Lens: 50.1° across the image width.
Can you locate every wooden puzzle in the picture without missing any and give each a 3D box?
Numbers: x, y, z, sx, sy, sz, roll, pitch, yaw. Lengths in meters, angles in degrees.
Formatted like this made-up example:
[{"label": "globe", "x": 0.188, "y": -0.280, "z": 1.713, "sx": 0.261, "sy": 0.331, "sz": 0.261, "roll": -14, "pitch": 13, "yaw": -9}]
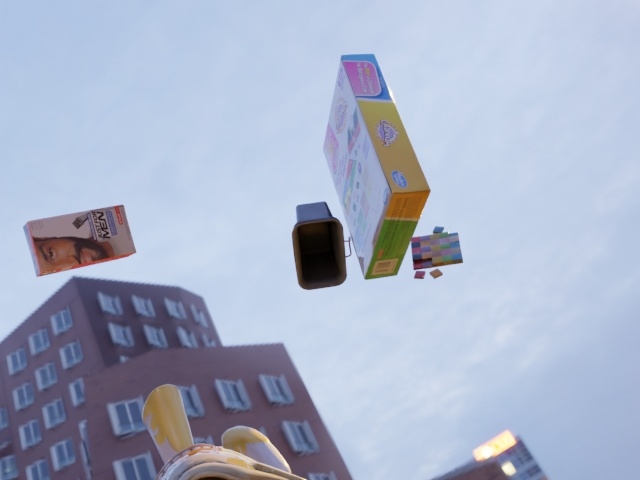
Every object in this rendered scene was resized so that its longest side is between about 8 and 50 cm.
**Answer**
[{"label": "wooden puzzle", "x": 0.116, "y": 0.010, "z": 0.687, "sx": 0.049, "sy": 0.083, "sz": 0.006, "roll": -9, "pitch": -56, "yaw": 11}]

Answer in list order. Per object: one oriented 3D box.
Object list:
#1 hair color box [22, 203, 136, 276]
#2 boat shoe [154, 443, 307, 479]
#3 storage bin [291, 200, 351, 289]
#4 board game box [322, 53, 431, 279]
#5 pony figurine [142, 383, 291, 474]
[{"label": "hair color box", "x": -0.417, "y": -0.001, "z": 1.194, "sx": 0.167, "sy": 0.093, "sz": 0.053, "roll": -15, "pitch": -3, "yaw": -33}, {"label": "boat shoe", "x": 0.023, "y": 0.233, "z": 0.418, "sx": 0.113, "sy": 0.302, "sz": 0.103, "roll": -60, "pitch": 2, "yaw": -28}, {"label": "storage bin", "x": 0.000, "y": 0.000, "z": 1.163, "sx": 0.098, "sy": 0.091, "sz": 0.135, "roll": -8, "pitch": -56, "yaw": -3}, {"label": "board game box", "x": 0.085, "y": -0.129, "z": 1.195, "sx": 0.064, "sy": 0.316, "sz": 0.242, "roll": -7, "pitch": -34, "yaw": -14}, {"label": "pony figurine", "x": -0.089, "y": 0.370, "z": 0.654, "sx": 0.302, "sy": 0.363, "sz": 0.351, "roll": 8, "pitch": -71, "yaw": -41}]
